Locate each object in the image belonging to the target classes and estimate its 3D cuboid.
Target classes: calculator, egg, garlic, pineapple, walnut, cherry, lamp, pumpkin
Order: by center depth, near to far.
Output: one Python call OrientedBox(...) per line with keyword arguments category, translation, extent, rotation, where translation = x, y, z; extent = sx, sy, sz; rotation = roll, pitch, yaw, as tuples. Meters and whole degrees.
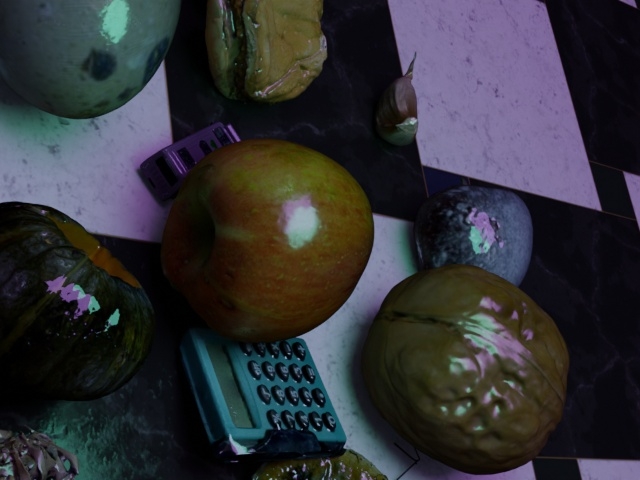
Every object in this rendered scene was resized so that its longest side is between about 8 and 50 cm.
OrientedBox(category="pineapple", translation=(-0.443, 0.287, 1.403), extent=(0.271, 0.262, 0.262), rotation=(43, 44, -33))
OrientedBox(category="pumpkin", translation=(-0.369, 0.085, 1.513), extent=(0.320, 0.192, 0.320), rotation=(44, 0, 0))
OrientedBox(category="egg", translation=(-0.388, -0.399, 1.731), extent=(0.345, 0.345, 0.428), rotation=(4, 65, -41))
OrientedBox(category="calculator", translation=(-0.088, 0.253, 1.788), extent=(0.274, 0.058, 0.248), rotation=(9, 43, -38))
OrientedBox(category="lamp", translation=(0.139, 0.421, 1.964), extent=(0.054, 0.041, 0.121), rotation=(54, 45, -16))
OrientedBox(category="walnut", translation=(0.268, 0.235, 1.986), extent=(0.398, 0.308, 0.354), rotation=(38, 70, -11))
OrientedBox(category="cherry", translation=(0.314, 0.002, 2.232), extent=(0.255, 0.218, 0.296), rotation=(9, 72, -38))
OrientedBox(category="garlic", translation=(0.175, -0.292, 2.334), extent=(0.090, 0.128, 0.198), rotation=(20, 56, -14))

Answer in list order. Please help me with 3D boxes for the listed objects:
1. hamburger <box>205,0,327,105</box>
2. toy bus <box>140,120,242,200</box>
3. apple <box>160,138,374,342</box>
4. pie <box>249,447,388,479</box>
OrientedBox(category="hamburger", translation=(-0.104, -0.395, 2.062), extent=(0.259, 0.144, 0.283), rotation=(-27, 124, -47))
OrientedBox(category="toy bus", translation=(-0.221, -0.143, 1.913), extent=(0.087, 0.098, 0.178), rotation=(56, 43, -1))
OrientedBox(category="apple", translation=(-0.081, 0.001, 1.782), extent=(0.339, 0.339, 0.339), rotation=(21, 54, -32))
OrientedBox(category="pie", translation=(0.024, 0.481, 1.794), extent=(0.371, 0.078, 0.296), rotation=(38, 45, -18))
